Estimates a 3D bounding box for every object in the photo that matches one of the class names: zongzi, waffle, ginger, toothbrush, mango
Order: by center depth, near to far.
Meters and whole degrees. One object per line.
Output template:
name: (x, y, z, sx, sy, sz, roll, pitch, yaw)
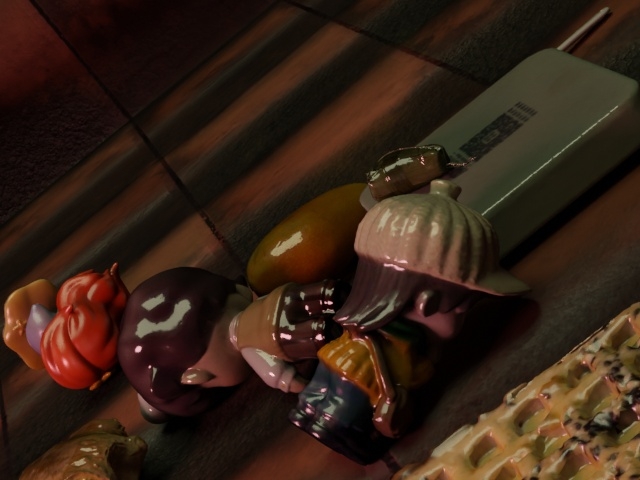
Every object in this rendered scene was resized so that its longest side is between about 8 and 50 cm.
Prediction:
waffle: (0.210, 0.236, 1.306, 0.376, 0.114, 0.261, -37, 20, 3)
zongzi: (0.142, -0.115, 2.001, 0.154, 0.062, 0.130, -24, 13, 23)
ginger: (-0.351, 0.338, 2.019, 0.270, 0.123, 0.219, -6, 41, 56)
mango: (0.000, 0.000, 2.160, 0.253, 0.113, 0.138, -40, 15, -23)
toothbrush: (0.345, -0.262, 2.252, 0.304, 0.030, 0.030, -42, 21, -16)

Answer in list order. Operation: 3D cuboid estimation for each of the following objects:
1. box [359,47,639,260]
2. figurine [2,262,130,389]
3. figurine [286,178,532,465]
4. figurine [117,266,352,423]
box: (0.245, -0.101, 1.992, 0.373, 0.090, 0.367, -39, 19, 1)
figurine: (-0.411, 0.144, 2.470, 0.208, 0.181, 0.257, -17, 15, -33)
figurine: (0.079, 0.087, 1.708, 0.332, 0.204, 0.185, -44, 23, -13)
figurine: (-0.107, 0.135, 2.023, 0.365, 0.206, 0.218, -1, 66, 24)
